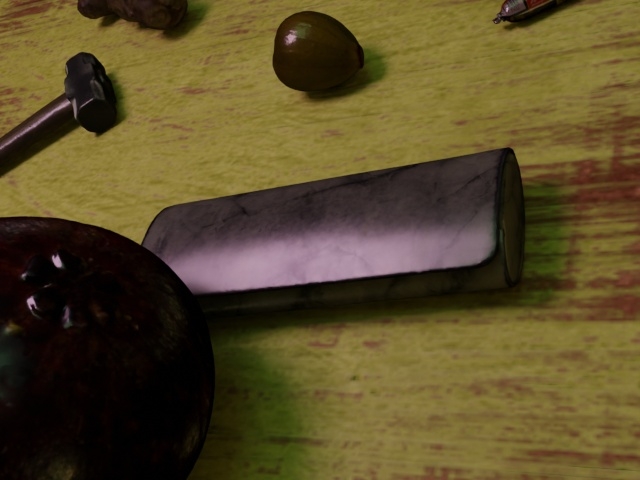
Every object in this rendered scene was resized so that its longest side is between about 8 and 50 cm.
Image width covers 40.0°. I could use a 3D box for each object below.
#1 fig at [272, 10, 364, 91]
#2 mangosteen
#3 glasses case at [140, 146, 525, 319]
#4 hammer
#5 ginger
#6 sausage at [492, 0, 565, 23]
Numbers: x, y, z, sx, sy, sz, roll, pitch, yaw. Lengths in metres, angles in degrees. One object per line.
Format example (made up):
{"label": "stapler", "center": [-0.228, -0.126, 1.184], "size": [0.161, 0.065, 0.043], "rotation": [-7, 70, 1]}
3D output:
{"label": "fig", "center": [0.000, -0.173, 0.812], "size": [0.087, 0.074, 0.074], "rotation": [12, 59, 20]}
{"label": "mangosteen", "center": [-0.200, 0.115, 0.602], "size": [0.261, 0.235, 0.236], "rotation": [-57, 29, 38]}
{"label": "glasses case", "center": [0.000, 0.000, 0.667], "size": [0.299, 0.060, 0.114], "rotation": [-8, 50, 26]}
{"label": "hammer", "center": [-0.388, -0.078, 0.994], "size": [0.365, 0.043, 0.111], "rotation": [-34, 45, 5]}
{"label": "ginger", "center": [-0.225, -0.301, 1.055], "size": [0.204, 0.080, 0.104], "rotation": [26, 84, 45]}
{"label": "sausage", "center": [0.239, -0.229, 0.746], "size": [0.198, 0.025, 0.028], "rotation": [-24, 59, 12]}
